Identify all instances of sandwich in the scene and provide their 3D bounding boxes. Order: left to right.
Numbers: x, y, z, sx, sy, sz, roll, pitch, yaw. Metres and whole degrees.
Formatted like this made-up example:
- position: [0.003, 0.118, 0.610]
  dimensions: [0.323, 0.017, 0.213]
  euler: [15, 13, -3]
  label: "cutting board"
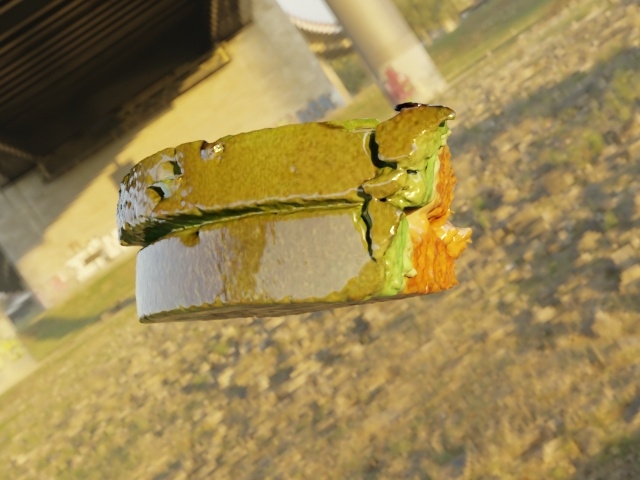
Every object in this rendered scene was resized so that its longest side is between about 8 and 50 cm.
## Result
- position: [-0.014, -0.001, 0.732]
  dimensions: [0.292, 0.109, 0.212]
  euler: [-4, -11, 28]
  label: "sandwich"
